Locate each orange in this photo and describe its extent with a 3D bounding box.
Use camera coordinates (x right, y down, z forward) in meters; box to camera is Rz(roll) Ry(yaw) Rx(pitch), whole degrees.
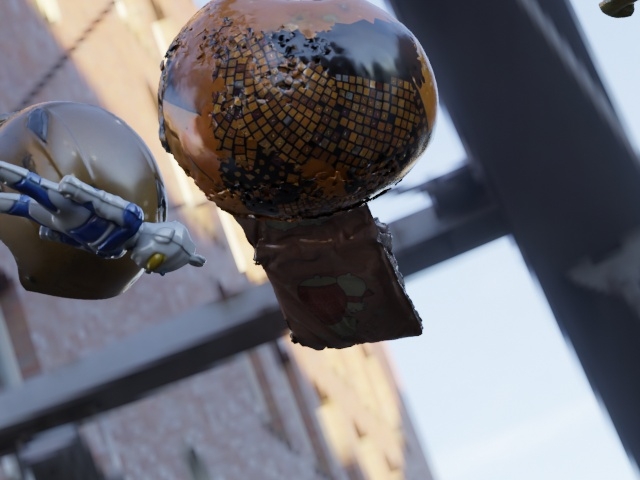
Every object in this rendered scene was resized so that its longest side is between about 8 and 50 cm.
[{"bbox_3d":[-0.019,-0.114,1.600,0.234,0.182,0.234,-1,11,0],"label":"orange"}]

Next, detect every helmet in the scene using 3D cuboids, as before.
[{"bbox_3d":[-0.237,-0.054,2.000,0.130,0.224,0.198,-29,-15,39],"label":"helmet"}]

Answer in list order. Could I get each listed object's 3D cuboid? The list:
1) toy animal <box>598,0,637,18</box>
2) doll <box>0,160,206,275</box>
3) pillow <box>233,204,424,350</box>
[{"bbox_3d":[0.398,-0.306,2.076,0.219,0.103,0.101,-10,0,4],"label":"toy animal"},{"bbox_3d":[-0.214,-0.017,1.844,0.227,0.057,0.114,16,-30,-9],"label":"doll"},{"bbox_3d":[0.000,0.000,1.838,0.135,0.049,0.248,-14,-60,19],"label":"pillow"}]
